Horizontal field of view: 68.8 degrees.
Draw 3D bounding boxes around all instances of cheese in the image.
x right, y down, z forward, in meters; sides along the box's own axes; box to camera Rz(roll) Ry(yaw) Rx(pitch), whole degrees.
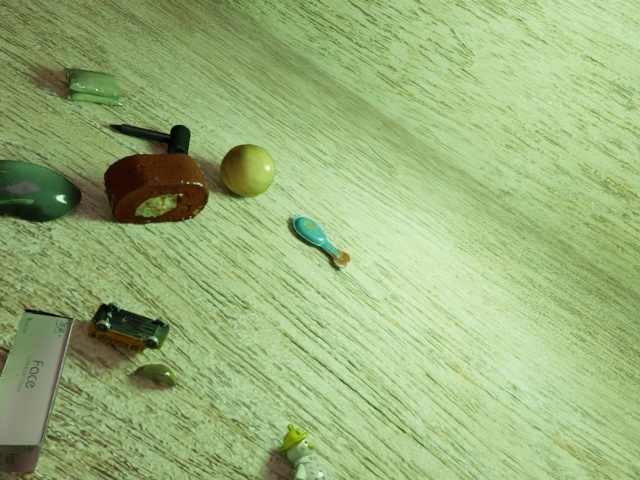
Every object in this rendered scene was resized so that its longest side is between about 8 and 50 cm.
[{"bbox_3d":[0.000,0.000,1.611,0.256,0.037,0.106,43,40,8],"label":"cheese"}]

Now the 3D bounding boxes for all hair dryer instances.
[{"bbox_3d":[-0.561,-0.337,1.542,0.255,0.070,0.128,8,46,-20],"label":"hair dryer"}]

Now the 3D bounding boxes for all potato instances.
[{"bbox_3d":[-0.359,0.290,1.042,0.093,0.036,0.037,23,43,-14],"label":"potato"}]

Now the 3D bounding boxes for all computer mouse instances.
[{"bbox_3d":[-0.790,-0.137,1.136,0.379,0.090,0.167,1,48,-34],"label":"computer mouse"}]

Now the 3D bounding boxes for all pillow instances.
[{"bbox_3d":[-0.752,-0.516,1.564,0.181,0.078,0.134,0,50,-38],"label":"pillow"}]

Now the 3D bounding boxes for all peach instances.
[{"bbox_3d":[-0.245,-0.236,1.566,0.184,0.184,0.184,20,40,-18],"label":"peach"}]

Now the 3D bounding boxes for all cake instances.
[{"bbox_3d":[-0.454,-0.151,1.320,0.283,0.177,0.151,-2,51,-36],"label":"cake"}]

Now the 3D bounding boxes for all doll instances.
[{"bbox_3d":[-0.028,0.502,1.030,0.129,0.081,0.207,35,20,-56],"label":"doll"}]

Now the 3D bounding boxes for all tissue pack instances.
[{"bbox_3d":[-0.530,0.271,0.852,0.092,0.148,0.246,15,44,-25],"label":"tissue pack"}]

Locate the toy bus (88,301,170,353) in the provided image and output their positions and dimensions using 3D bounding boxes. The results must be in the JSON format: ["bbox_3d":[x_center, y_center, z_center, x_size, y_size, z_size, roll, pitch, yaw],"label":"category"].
[{"bbox_3d":[-0.429,0.203,1.052,0.162,0.074,0.069,22,32,-12],"label":"toy bus"}]

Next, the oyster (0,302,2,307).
[{"bbox_3d":[-0.760,0.091,0.931,0.209,0.072,0.133,43,36,13],"label":"oyster"}]
